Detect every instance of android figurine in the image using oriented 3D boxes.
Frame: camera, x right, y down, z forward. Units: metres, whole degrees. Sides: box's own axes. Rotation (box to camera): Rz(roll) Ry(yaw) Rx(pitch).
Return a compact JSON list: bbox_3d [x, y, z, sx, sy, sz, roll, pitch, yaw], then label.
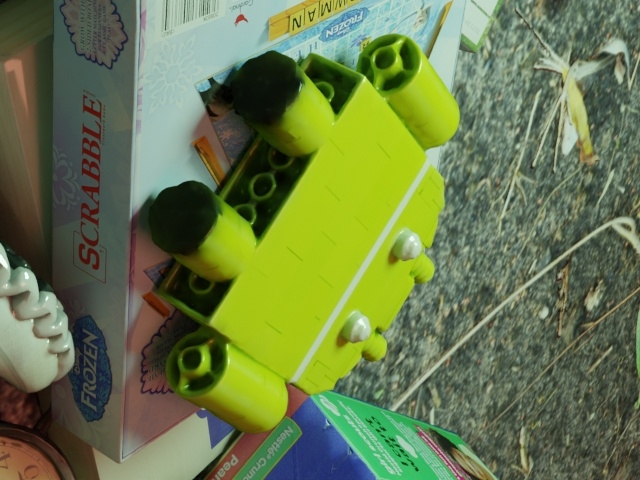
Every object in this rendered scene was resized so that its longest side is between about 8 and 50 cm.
[{"bbox_3d":[0.000,0.000,0.895,0.248,0.056,0.273,-57,149,-8],"label":"android figurine"}]

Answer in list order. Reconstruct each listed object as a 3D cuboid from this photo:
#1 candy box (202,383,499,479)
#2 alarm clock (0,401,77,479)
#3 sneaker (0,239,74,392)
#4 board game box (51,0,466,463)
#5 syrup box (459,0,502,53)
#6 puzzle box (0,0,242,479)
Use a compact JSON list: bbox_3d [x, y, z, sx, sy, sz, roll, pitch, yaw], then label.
[{"bbox_3d":[-0.002,0.267,1.199,0.268,0.122,0.317,-49,151,8],"label":"candy box"},{"bbox_3d":[-0.226,0.176,0.883,0.192,0.064,0.129,-23,109,-43],"label":"alarm clock"},{"bbox_3d":[-0.234,0.010,0.747,0.118,0.110,0.292,-51,139,-9],"label":"sneaker"},{"bbox_3d":[-0.029,-0.067,0.915,0.319,0.066,0.318,-30,138,-44],"label":"board game box"},{"bbox_3d":[0.108,-0.267,1.069,0.093,0.096,0.236,22,92,-61],"label":"syrup box"},{"bbox_3d":[-0.090,-0.016,0.987,0.272,0.052,0.408,-40,142,-36],"label":"puzzle box"}]
